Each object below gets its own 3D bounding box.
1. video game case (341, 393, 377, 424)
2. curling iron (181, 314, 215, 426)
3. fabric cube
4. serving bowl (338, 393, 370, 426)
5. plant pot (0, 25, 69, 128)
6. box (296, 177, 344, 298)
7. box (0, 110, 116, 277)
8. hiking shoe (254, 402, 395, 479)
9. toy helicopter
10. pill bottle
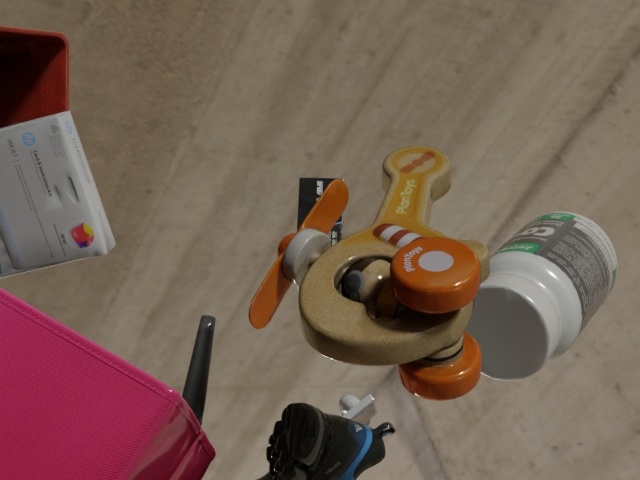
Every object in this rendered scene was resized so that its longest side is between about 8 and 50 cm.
[{"bbox_3d":[0.038,0.244,1.240,0.011,0.087,0.122,50,-8,18],"label":"video game case"},{"bbox_3d":[-0.140,0.222,1.062,0.035,0.068,0.274,-16,-111,57],"label":"curling iron"},{"bbox_3d":[-0.261,0.194,0.714,0.258,0.254,0.259,-59,168,-19],"label":"fabric cube"},{"bbox_3d":[0.066,0.369,1.980,0.083,0.027,0.083,31,-43,34],"label":"serving bowl"},{"bbox_3d":[-0.493,-0.133,1.162,0.235,0.267,0.267,6,-81,23],"label":"plant pot"},{"bbox_3d":[0.000,0.000,1.587,0.180,0.077,0.147,89,3,-64],"label":"box"},{"bbox_3d":[-0.316,-0.037,0.930,0.038,0.186,0.145,-68,144,-71],"label":"box"},{"bbox_3d":[-0.026,0.331,1.146,0.113,0.132,0.304,-101,-147,-49],"label":"hiking shoe"},{"bbox_3d":[0.064,0.003,0.993,0.355,0.234,0.140,-68,156,-51],"label":"toy helicopter"},{"bbox_3d":[0.377,0.093,1.632,0.204,0.361,0.204,12,-66,28],"label":"pill bottle"}]
